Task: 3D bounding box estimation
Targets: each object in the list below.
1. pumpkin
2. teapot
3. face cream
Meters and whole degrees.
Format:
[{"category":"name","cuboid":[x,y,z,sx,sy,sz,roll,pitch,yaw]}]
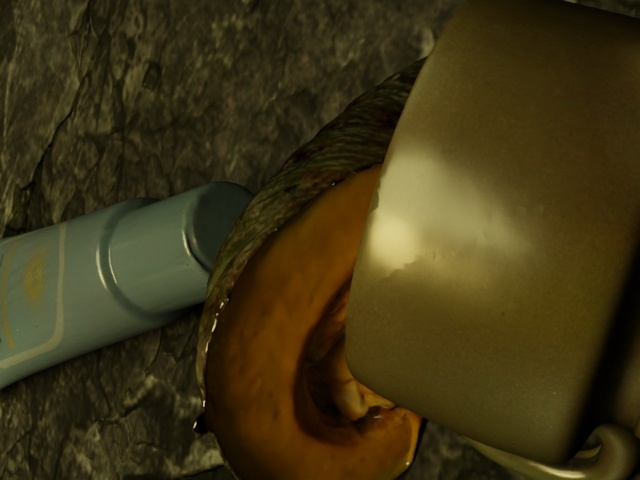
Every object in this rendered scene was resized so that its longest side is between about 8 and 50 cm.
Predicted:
[{"category":"pumpkin","cuboid":[-0.001,-0.004,0.621,0.111,0.163,0.278,31,106,44]},{"category":"teapot","cuboid":[0.121,0.015,0.496,0.175,0.185,0.268,21,134,18]},{"category":"face cream","cuboid":[-0.173,0.032,0.860,0.385,0.086,0.136,-17,72,49]}]
